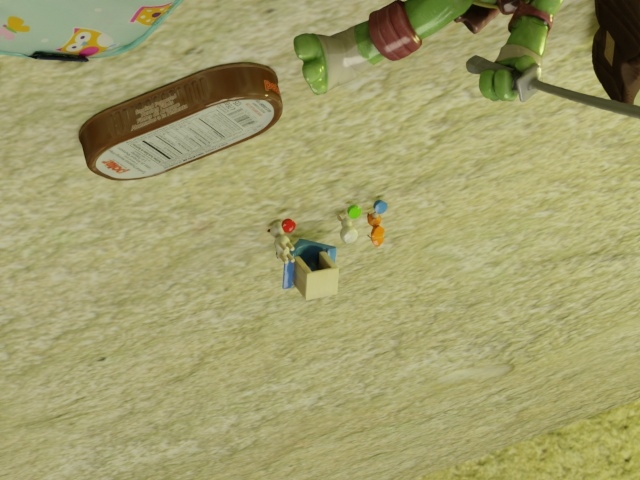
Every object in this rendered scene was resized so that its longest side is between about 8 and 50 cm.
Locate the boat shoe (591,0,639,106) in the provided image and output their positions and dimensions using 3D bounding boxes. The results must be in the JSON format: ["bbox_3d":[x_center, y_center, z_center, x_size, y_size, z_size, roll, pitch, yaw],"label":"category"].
[{"bbox_3d":[0.299,-0.201,1.719,0.095,0.095,0.257,-28,167,-5],"label":"boat shoe"}]

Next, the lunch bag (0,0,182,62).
[{"bbox_3d":[-0.177,-0.216,1.276,0.224,0.108,0.279,0,155,-36],"label":"lunch bag"}]

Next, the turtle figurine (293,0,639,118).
[{"bbox_3d":[0.095,-0.201,1.401,0.266,0.274,0.198,-16,126,15],"label":"turtle figurine"}]

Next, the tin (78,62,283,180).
[{"bbox_3d":[-0.124,-0.103,1.730,0.190,0.040,0.106,-21,155,15],"label":"tin"}]

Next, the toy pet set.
[{"bbox_3d":[0.000,0.000,2.098,0.122,0.065,0.114,-10,125,-22],"label":"toy pet set"}]
